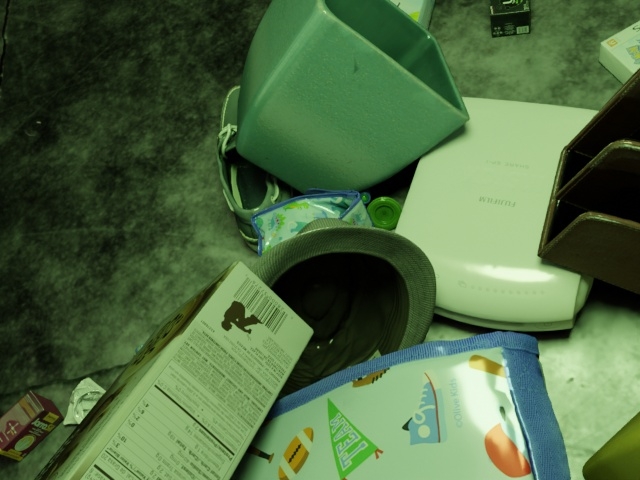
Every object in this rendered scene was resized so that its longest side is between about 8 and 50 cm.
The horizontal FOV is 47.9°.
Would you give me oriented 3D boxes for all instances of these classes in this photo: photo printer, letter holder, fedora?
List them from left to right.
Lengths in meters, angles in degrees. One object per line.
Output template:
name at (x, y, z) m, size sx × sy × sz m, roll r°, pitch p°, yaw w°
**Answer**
fedora at (0.008, 0.071, 0.882) m, size 0.244 × 0.275 × 0.124 m, roll -3°, pitch 31°, yaw -11°
photo printer at (0.234, -0.035, 0.935) m, size 0.256 × 0.107 × 0.307 m, roll 12°, pitch 65°, yaw 23°
letter holder at (0.422, -0.031, 0.748) m, size 0.302 × 0.214 × 0.152 m, roll 21°, pitch 67°, yaw 0°

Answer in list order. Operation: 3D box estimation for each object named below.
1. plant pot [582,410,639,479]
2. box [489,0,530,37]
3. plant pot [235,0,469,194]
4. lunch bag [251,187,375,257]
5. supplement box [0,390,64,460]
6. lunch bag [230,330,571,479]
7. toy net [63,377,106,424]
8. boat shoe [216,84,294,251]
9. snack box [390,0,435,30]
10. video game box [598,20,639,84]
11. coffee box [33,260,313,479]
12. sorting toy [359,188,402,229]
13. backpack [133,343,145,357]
plant pot at (0.406, 0.213, 0.690) m, size 0.212 × 0.187 × 0.212 m, roll -40°, pitch 57°, yaw -7°
box at (0.301, -0.373, 1.143) m, size 0.062 × 0.052 × 0.083 m, roll -2°, pitch 62°, yaw 16°
plant pot at (0.012, -0.206, 1.005) m, size 0.252 × 0.247 × 0.247 m, roll -45°, pitch 30°, yaw 29°
lunch bag at (0.000, 0.000, 0.974) m, size 0.151 × 0.128 × 0.096 m, roll -20°, pitch 52°, yaw 8°
supplement box at (-0.411, 0.258, 1.003) m, size 0.083 × 0.055 × 0.043 m, roll -45°, pitch 59°, yaw -10°
lunch bag at (0.074, 0.293, 0.649) m, size 0.385 × 0.239 × 0.327 m, roll -38°, pitch 46°, yaw 42°
toy net at (-0.288, 0.272, 0.961) m, size 0.122 × 0.045 × 0.232 m, roll -28°, pitch 56°, yaw 1°
boat shoe at (-0.104, -0.137, 1.106) m, size 0.116 × 0.099 × 0.319 m, roll -16°, pitch 57°, yaw 9°
snack box at (0.078, -0.380, 1.207) m, size 0.207 × 0.070 × 0.174 m, roll 6°, pitch 63°, yaw 22°
video game box at (0.530, -0.250, 1.003) m, size 0.187 × 0.048 × 0.205 m, roll -31°, pitch 56°, yaw 1°
coffee box at (-0.148, 0.177, 0.691) m, size 0.168 × 0.119 × 0.297 m, roll -37°, pitch 13°, yaw 41°
sorting toy at (0.066, -0.048, 1.036) m, size 0.102 × 0.061 × 0.042 m, roll -3°, pitch 26°, yaw 8°
backpack at (-0.144, 0.200, 0.916) m, size 0.158 × 0.117 × 0.173 m, roll -23°, pitch 60°, yaw 5°
